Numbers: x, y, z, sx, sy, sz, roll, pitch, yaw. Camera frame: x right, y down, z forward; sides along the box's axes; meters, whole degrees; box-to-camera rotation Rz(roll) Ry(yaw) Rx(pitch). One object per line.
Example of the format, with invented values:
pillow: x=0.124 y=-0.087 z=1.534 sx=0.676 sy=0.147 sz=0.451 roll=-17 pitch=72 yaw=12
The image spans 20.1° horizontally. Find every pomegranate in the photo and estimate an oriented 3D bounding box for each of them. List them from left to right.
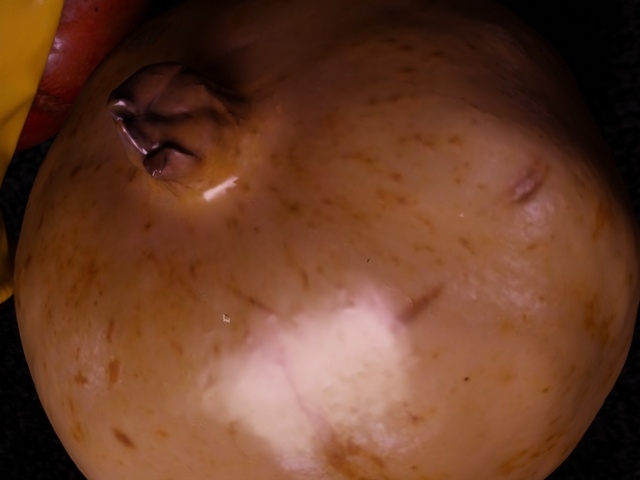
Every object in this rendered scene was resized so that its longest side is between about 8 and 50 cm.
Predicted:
pomegranate: x=0.000 y=0.000 z=0.931 sx=0.342 sy=0.342 sz=0.342 roll=8 pitch=134 yaw=8

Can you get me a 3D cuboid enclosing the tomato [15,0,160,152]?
tomato: x=-0.199 y=-0.135 z=1.009 sx=0.225 sy=0.085 sz=0.225 roll=1 pitch=131 yaw=1

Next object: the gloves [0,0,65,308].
gloves: x=-0.201 y=-0.109 z=0.929 sx=0.133 sy=0.116 sz=0.294 roll=-9 pitch=124 yaw=-30
